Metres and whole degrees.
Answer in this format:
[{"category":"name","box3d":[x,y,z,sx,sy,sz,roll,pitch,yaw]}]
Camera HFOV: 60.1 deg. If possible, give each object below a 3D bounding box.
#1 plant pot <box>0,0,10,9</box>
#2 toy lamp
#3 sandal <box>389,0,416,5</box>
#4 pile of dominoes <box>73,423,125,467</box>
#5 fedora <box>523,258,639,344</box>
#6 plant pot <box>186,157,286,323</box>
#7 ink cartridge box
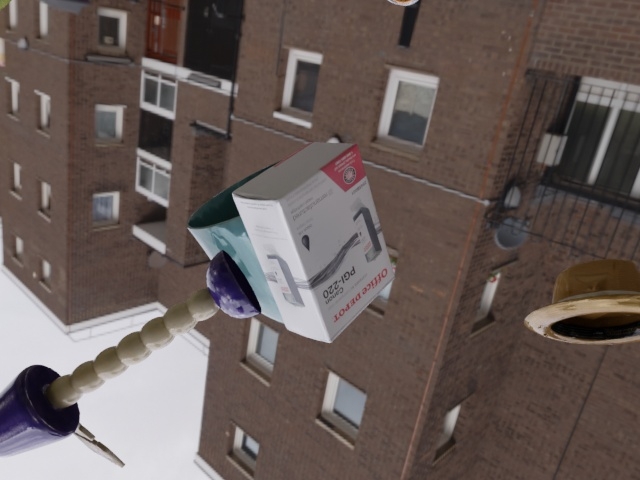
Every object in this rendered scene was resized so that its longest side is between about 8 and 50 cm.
[{"category":"plant pot","box3d":[-0.381,-0.300,0.334,0.367,0.352,0.366,-31,-167,8]},{"category":"toy lamp","box3d":[-0.189,0.111,0.518,0.275,0.080,0.080,-30,-153,-1]},{"category":"sandal","box3d":[0.147,-0.536,0.918,0.102,0.265,0.076,13,-159,8]},{"category":"pile of dominoes","box3d":[-0.431,0.316,0.920,0.251,0.196,0.040,-16,-152,54]},{"category":"fedora","box3d":[0.351,0.075,0.692,0.195,0.079,0.194,5,157,2]},{"category":"plant pot","box3d":[-0.048,0.004,0.970,0.293,0.235,0.293,-23,-162,8]},{"category":"ink cartridge box","box3d":[0.000,0.000,0.734,0.092,0.217,0.159,11,-140,42]}]
